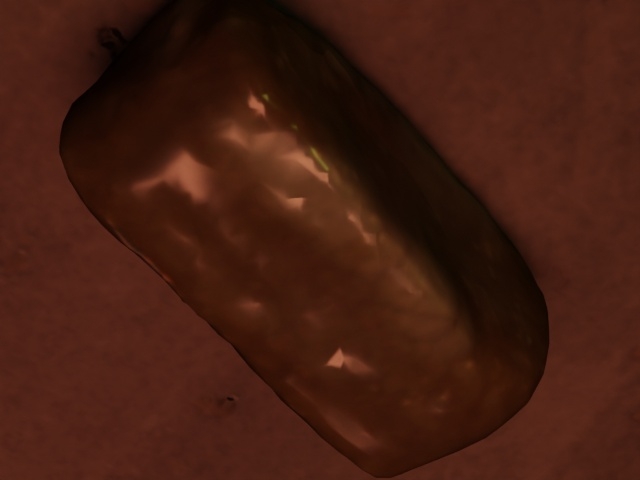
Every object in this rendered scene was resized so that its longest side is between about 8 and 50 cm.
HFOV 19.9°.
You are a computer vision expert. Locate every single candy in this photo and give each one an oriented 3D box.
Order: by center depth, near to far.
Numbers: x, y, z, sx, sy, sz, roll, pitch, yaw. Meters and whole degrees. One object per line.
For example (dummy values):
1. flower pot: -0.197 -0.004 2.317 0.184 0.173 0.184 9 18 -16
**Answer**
1. candy: 0.000 0.000 0.766 0.104 0.102 0.234 -32 117 20
